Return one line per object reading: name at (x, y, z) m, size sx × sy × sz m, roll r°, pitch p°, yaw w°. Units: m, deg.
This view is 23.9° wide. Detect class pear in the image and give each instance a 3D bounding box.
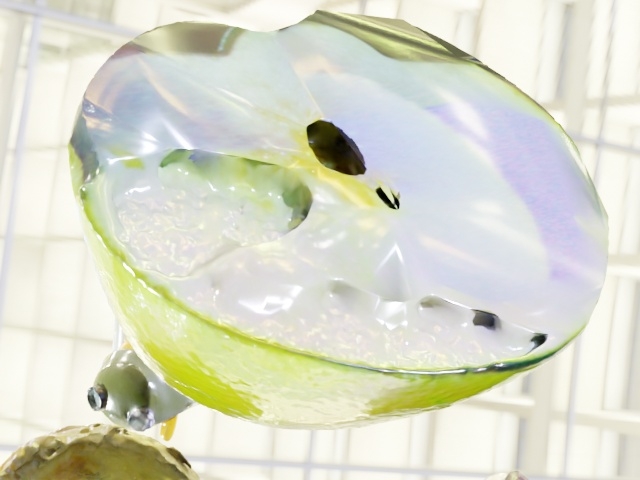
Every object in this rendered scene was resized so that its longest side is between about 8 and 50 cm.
pear at (0.000, 0.005, 1.122) m, size 0.165 × 0.399 × 0.399 m, roll 112°, pitch -33°, yaw -41°

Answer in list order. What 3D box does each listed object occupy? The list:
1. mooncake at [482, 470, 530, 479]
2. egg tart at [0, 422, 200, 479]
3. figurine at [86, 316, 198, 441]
mooncake at (0.201, 0.354, 1.291) m, size 0.174 × 0.326 × 0.333 m, roll -162°, pitch -117°, yaw -85°
egg tart at (-0.187, 0.255, 1.258) m, size 0.090 × 0.213 × 0.212 m, roll 98°, pitch -11°, yaw -72°
figurine at (-0.174, 0.108, 1.623) m, size 0.167 × 0.141 × 0.250 m, roll 29°, pitch -67°, yaw 14°
